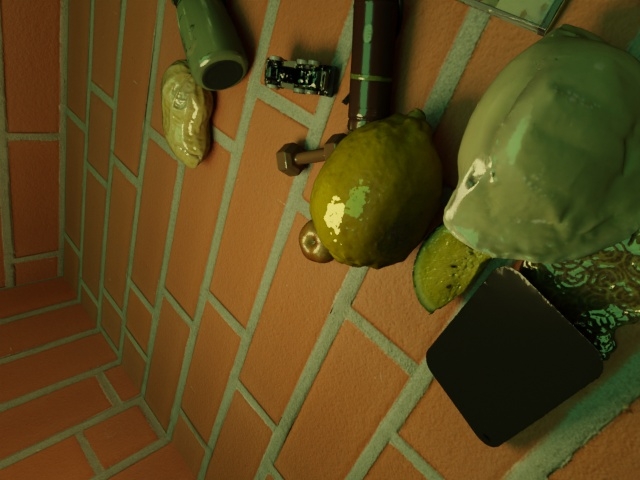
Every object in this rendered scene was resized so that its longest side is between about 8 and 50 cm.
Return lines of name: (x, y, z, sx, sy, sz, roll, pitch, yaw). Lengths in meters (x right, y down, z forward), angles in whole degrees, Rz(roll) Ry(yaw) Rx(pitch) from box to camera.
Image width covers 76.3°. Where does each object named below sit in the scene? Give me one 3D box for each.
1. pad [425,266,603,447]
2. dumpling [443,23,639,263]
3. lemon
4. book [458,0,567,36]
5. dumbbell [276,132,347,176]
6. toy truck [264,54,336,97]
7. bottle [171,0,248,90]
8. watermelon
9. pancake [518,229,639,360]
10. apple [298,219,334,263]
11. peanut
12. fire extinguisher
pad: (0.363, 0.218, 0.859, 0.314, 0.063, 0.375, 55, 142, 32)
dumpling: (0.379, -0.133, 0.627, 0.316, 0.233, 0.395, 35, 90, 18)
lemon: (0.117, -0.098, 0.862, 0.286, 0.286, 0.315, 2, 80, 41)
book: (0.341, -0.485, 0.722, 0.231, 0.026, 0.157, 41, 124, 26)
dumbbell: (-0.016, -0.220, 1.065, 0.231, 0.092, 0.081, 2, 73, 41)
toy truck: (-0.050, -0.419, 1.044, 0.192, 0.092, 0.083, 20, 114, 28)
bottle: (-0.336, -0.631, 1.199, 0.169, 0.169, 0.346, -28, 77, 42)
watermelon: (0.284, 0.021, 0.829, 0.129, 0.123, 0.301, 51, 122, 26)
pancake: (0.502, 0.094, 0.720, 0.286, 0.033, 0.288, 25, 116, 34)
apple: (-0.002, 0.001, 1.094, 0.126, 0.102, 0.125, 10, 106, 39)
peanut: (-0.439, -0.415, 1.351, 0.174, 0.158, 0.339, 16, 119, 6)
fire extinguisher: (0.106, -0.417, 0.892, 0.142, 0.105, 0.340, 16, 114, 37)
